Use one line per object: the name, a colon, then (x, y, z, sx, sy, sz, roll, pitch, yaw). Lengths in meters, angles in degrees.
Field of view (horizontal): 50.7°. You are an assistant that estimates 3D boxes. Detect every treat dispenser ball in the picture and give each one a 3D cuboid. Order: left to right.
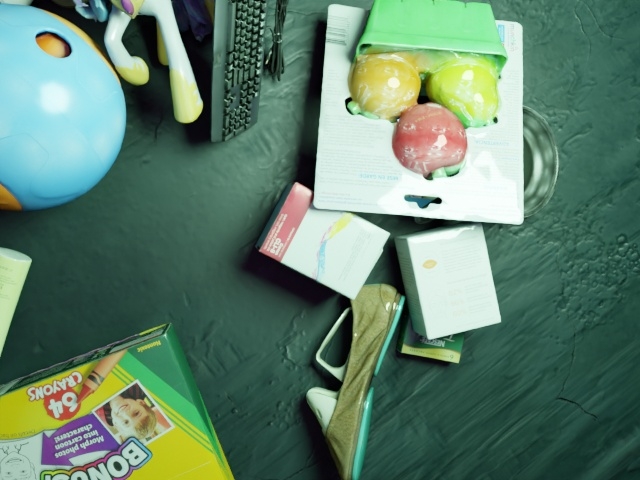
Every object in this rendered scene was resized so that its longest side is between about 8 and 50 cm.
treat dispenser ball: (-0.425, -0.185, 0.959, 0.288, 0.288, 0.288, 0, 93, -9)

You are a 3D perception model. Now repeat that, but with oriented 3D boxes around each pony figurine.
pony figurine: (-0.222, -0.406, 0.950, 0.303, 0.363, 0.350, 8, 57, 15)

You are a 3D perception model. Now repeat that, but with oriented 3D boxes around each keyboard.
keyboard: (-0.098, -0.308, 1.027, 0.033, 0.317, 0.201, 27, 46, 15)

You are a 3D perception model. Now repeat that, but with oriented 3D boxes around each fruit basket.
fruit basket: (0.162, -0.204, 1.084, 0.327, 0.165, 0.352, 4, 82, -1)

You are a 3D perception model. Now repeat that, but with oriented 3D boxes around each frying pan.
frying pan: (0.300, -0.090, 1.168, 0.197, 0.053, 0.326, 46, 73, -20)

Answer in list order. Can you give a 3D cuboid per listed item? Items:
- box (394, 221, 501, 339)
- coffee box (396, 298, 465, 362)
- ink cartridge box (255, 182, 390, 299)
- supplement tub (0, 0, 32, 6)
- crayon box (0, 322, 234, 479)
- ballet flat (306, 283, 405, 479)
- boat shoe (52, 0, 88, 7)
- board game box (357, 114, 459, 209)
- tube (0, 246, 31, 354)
box: (0.211, 0.064, 1.132, 0.130, 0.091, 0.170, -12, 93, -8)
coffee box: (0.209, 0.119, 1.201, 0.113, 0.040, 0.184, 13, 90, -10)
ink cartridge box: (0.000, 0.000, 1.117, 0.176, 0.128, 0.127, 28, 88, -9)
supplement tub: (-0.601, -0.417, 0.946, 0.325, 0.235, 0.235, -13, 95, -8)
crayon box: (-0.353, 0.343, 1.059, 0.363, 0.106, 0.313, -21, 97, -5)
ballet flat: (0.047, 0.234, 1.155, 0.124, 0.116, 0.342, 14, 90, 11)
boat shoe: (-0.413, -0.523, 1.041, 0.109, 0.098, 0.302, -7, 94, -9)
board game box: (0.154, -0.132, 1.177, 0.210, 0.047, 0.160, 2, 92, -9)
tube: (-0.531, 0.131, 1.076, 0.070, 0.062, 0.240, 25, 94, 31)
